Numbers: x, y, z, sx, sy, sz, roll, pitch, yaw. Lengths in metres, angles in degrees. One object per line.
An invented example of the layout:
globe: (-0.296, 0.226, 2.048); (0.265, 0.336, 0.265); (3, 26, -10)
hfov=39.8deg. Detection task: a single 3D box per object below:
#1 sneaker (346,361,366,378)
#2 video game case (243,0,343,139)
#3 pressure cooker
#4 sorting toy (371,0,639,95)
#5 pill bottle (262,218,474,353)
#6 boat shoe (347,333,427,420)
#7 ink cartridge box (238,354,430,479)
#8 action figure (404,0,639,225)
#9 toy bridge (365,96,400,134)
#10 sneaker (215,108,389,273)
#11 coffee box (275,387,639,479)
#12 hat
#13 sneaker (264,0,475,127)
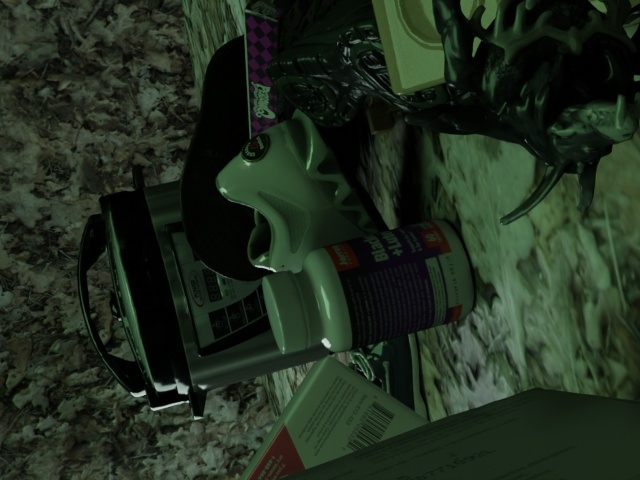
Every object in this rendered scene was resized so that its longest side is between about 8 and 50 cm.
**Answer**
sneaker: (0.057, 0.233, 1.338); (0.292, 0.110, 0.118); (-164, 73, -73)
video game case: (-0.018, -0.220, 0.939); (0.232, 0.042, 0.210); (94, -161, -57)
pressure cooker: (-0.192, 0.076, 1.505); (0.369, 0.421, 0.375); (-115, 16, -46)
sorting toy: (0.101, -0.205, 0.548); (0.208, 0.038, 0.192); (-9, 96, 49)
pill bottle: (0.045, 0.050, 0.886); (0.108, 0.194, 0.108); (166, 90, -78)
boat shoe: (0.079, 0.159, 1.148); (0.095, 0.079, 0.254); (-134, 31, -69)
ink cartridge box: (0.054, 0.252, 0.882); (0.237, 0.172, 0.100); (34, 166, 0)
action figure: (0.120, -0.132, 0.400); (0.141, 0.164, 0.275); (-123, 27, -72)
toy bridge: (0.074, -0.164, 0.910); (0.188, 0.026, 0.063); (136, 122, -77)
sneaker: (0.000, 0.000, 0.986); (0.330, 0.146, 0.122); (54, -170, -39)
coffee box: (0.104, 0.282, 0.390); (0.338, 0.338, 0.334); (-11, 93, 68)
hat: (-0.030, -0.101, 1.123); (0.134, 0.331, 0.331); (12, 126, 29)
sneaker: (0.062, -0.175, 0.738); (0.109, 0.130, 0.286); (44, 161, -30)
